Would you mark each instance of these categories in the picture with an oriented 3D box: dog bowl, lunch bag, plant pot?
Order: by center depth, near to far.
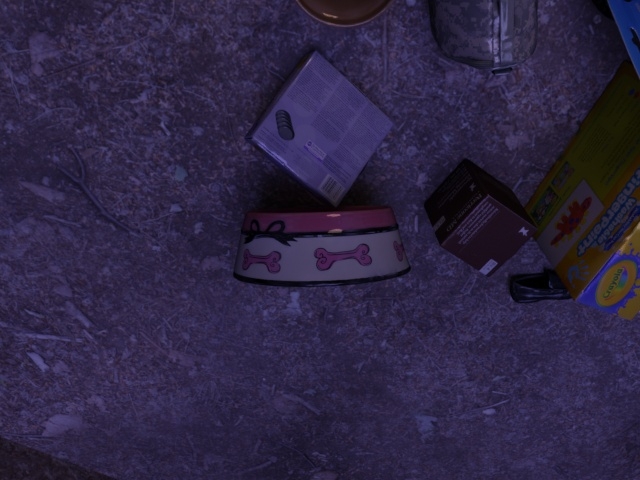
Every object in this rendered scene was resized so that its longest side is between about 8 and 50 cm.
[{"bbox_3d":[0.318,-0.494,1.105,0.212,0.256,0.305,-9,122,3],"label":"lunch bag"},{"bbox_3d":[0.047,-0.550,1.136,0.237,0.110,0.237,0,131,0],"label":"plant pot"},{"bbox_3d":[0.000,0.000,1.342,0.407,0.408,0.151,-3,95,-1],"label":"dog bowl"}]

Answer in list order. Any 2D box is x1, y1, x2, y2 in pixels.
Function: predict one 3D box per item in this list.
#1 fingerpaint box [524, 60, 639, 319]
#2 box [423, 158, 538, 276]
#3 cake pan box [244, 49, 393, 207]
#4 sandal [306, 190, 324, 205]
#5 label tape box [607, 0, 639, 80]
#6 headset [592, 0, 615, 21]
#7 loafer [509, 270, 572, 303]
[{"bbox_3d":[0.685,-0.116,1.296,0.163,0.371,0.445,18,119,-14],"label":"fingerpaint box"},{"bbox_3d":[0.382,-0.058,1.417,0.167,0.203,0.168,31,116,-19],"label":"box"},{"bbox_3d":[0.006,-0.240,1.297,0.266,0.070,0.246,37,83,-23],"label":"cake pan box"},{"bbox_3d":[-0.039,-0.197,1.384,0.102,0.076,0.265,-25,113,32],"label":"sandal"},{"bbox_3d":[0.742,-0.384,1.103,0.347,0.249,0.115,6,150,-19],"label":"label tape box"},{"bbox_3d":[0.608,-0.613,1.133,0.243,0.185,0.394,-31,132,27],"label":"headset"},{"bbox_3d":[0.640,0.122,1.617,0.223,0.076,0.078,-10,130,8],"label":"loafer"}]
